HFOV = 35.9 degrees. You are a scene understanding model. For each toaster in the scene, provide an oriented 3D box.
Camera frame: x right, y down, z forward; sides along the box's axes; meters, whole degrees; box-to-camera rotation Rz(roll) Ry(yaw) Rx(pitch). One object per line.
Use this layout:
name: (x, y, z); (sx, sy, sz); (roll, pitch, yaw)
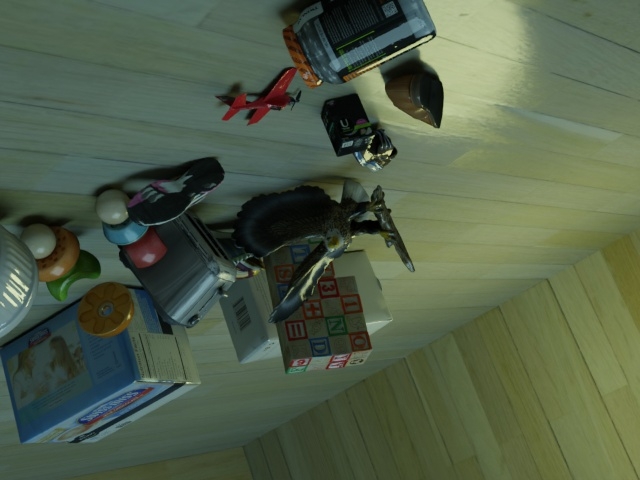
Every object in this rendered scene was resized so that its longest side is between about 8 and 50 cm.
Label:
toaster: (-0.261, 0.040, 1.814); (0.146, 0.227, 0.129); (-42, 159, 7)

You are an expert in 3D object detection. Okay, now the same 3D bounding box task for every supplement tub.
supplement tub: (0.052, -0.288, 1.345); (0.190, 0.117, 0.117); (-24, 161, 11)

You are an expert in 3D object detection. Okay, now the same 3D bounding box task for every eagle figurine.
eagle figurine: (-0.002, -0.001, 1.901); (0.298, 0.226, 0.225); (-22, 159, 6)

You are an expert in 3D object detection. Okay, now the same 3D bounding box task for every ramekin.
ramekin: (-0.554, 0.053, 1.533); (0.207, 0.207, 0.109); (-19, 152, -5)

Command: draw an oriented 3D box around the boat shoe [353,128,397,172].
boat shoe: (0.095, -0.174, 1.797); (0.066, 0.066, 0.183); (-30, 169, 12)

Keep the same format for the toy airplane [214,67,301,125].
toy airplane: (-0.093, -0.215, 1.531); (0.151, 0.028, 0.151); (-19, 160, -7)

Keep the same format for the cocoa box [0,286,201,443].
cocoa box: (-0.483, 0.276, 2.155); (0.347, 0.231, 0.228); (-30, 158, 23)

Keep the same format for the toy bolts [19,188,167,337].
toy bolts: (-0.377, 0.023, 1.672); (0.228, 0.218, 0.158); (-38, 146, -7)

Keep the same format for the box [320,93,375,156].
box: (0.045, -0.192, 1.649); (0.062, 0.083, 0.052); (-15, 159, -15)

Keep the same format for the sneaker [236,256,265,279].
sneaker: (-0.184, 0.050, 2.100); (0.084, 0.069, 0.185); (-30, 159, 10)

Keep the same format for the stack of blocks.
stack of blocks: (-0.012, 0.119, 2.079); (0.171, 0.297, 0.087); (-6, 154, -15)

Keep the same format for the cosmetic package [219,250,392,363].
cosmetic package: (-0.034, 0.154, 2.347); (0.366, 0.197, 0.155); (-4, 155, -37)

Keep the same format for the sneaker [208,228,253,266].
sneaker: (-0.179, 0.029, 1.952); (0.192, 0.086, 0.064); (5, 156, -19)

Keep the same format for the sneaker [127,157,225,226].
sneaker: (-0.244, -0.070, 1.677); (0.178, 0.072, 0.077); (-27, 173, -24)

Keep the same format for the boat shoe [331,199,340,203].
boat shoe: (-0.043, -0.040, 2.018); (0.183, 0.065, 0.083); (-6, 158, -20)

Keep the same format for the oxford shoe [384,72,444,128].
oxford shoe: (0.165, -0.243, 1.692); (0.076, 0.076, 0.212); (5, 173, 22)
